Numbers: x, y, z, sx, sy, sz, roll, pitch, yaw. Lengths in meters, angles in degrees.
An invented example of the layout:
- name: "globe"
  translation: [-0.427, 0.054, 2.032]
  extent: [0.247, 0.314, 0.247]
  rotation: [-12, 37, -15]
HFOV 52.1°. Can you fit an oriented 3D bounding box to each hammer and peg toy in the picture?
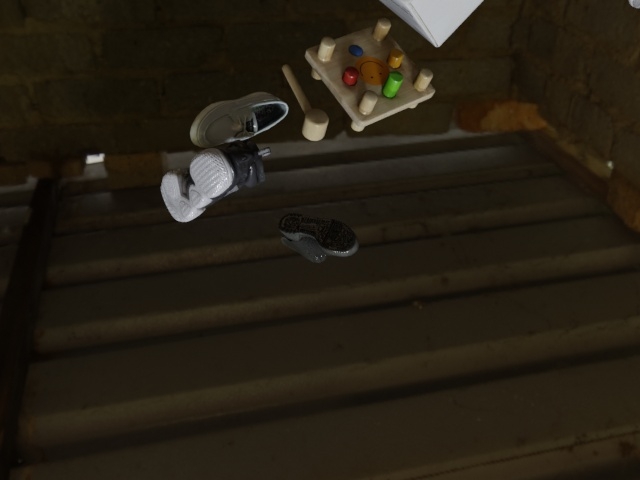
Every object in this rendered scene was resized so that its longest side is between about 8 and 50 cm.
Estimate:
- name: "hammer and peg toy"
  translation: [0.081, -0.408, 1.639]
  extent: [0.361, 0.127, 0.266]
  rotation: [-26, -108, -26]

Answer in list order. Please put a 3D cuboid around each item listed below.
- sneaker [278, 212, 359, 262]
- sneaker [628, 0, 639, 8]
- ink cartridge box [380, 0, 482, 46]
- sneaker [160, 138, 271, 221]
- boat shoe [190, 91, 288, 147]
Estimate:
- name: "sneaker"
  translation: [-0.001, 0.002, 1.003]
  extent: [0.170, 0.089, 0.051]
  rotation: [18, -111, 34]
- name: "sneaker"
  translation: [0.481, -0.392, 0.822]
  extent: [0.281, 0.115, 0.105]
  rotation: [-36, -170, -13]
- name: "ink cartridge box"
  translation: [0.170, -0.436, 0.854]
  extent: [0.211, 0.289, 0.121]
  rotation: [51, -168, 29]
- name: "sneaker"
  translation: [-0.195, -0.115, 1.250]
  extent: [0.153, 0.101, 0.268]
  rotation: [-24, -178, -36]
- name: "boat shoe"
  translation: [-0.156, -0.244, 1.318]
  extent: [0.081, 0.079, 0.227]
  rotation: [21, -140, 36]
